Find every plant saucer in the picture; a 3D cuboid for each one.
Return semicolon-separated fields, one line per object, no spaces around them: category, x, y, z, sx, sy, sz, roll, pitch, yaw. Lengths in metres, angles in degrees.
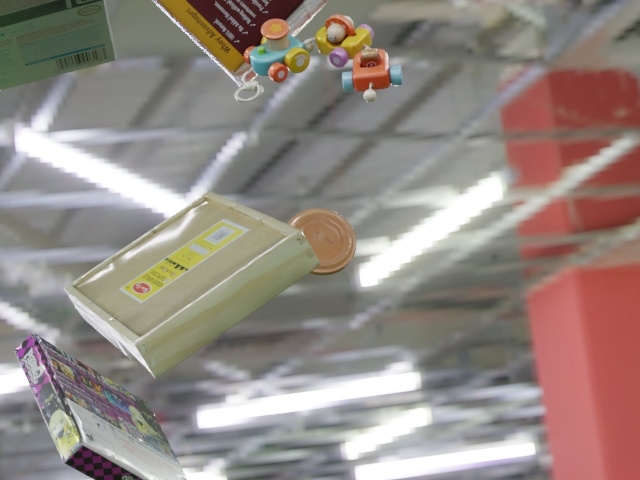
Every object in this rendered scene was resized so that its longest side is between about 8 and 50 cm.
plant saucer;0.000;0.000;2.230;0.083;0.083;0.013;-4;-27;-12

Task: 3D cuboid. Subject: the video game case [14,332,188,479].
video game case;-0.264;0.237;2.451;0.042;0.210;0.232;-42;-44;10

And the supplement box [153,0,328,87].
supplement box;-0.085;-0.296;2.039;0.194;0.191;0.129;-45;-3;0

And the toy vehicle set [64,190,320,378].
toy vehicle set;-0.117;0.032;1.705;0.166;0.035;0.267;-34;18;-11

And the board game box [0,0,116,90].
board game box;-0.283;-0.212;1.468;0.224;0.097;0.303;-16;-20;-7

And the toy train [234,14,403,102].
toy train;-0.003;-0.180;1.909;0.166;0.125;0.046;-4;-54;10
